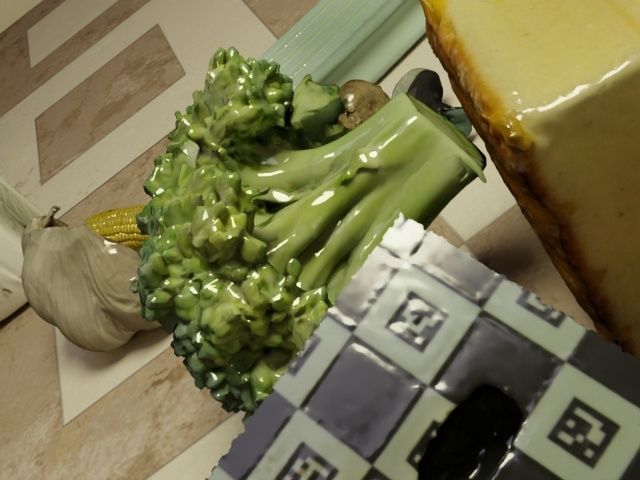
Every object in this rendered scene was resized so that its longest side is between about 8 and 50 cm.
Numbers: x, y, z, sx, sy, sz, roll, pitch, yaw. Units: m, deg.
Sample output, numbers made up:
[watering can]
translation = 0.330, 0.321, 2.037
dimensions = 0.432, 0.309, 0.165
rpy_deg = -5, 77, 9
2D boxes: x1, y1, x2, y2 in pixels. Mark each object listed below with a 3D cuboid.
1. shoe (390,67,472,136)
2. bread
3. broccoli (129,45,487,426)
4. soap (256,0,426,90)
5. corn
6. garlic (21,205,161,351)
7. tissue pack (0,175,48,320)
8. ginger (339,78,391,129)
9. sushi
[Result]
[shoe]
translation = 0.127, -0.129, 0.967
dimensions = 0.099, 0.071, 0.169
rpy_deg = -3, 52, 36
[bread]
translation = 0.229, -0.101, 0.655
dimensions = 0.207, 0.279, 0.279
rpy_deg = -30, 35, 13
[broccoli]
translation = -0.021, 0.003, 0.756
dimensions = 0.317, 0.277, 0.338
rpy_deg = -60, 28, -6
[soap]
translation = 0.017, -0.258, 1.190
dimensions = 0.265, 0.087, 0.160
rpy_deg = -45, 36, -8
[corn]
translation = -0.261, -0.014, 1.192
dimensions = 0.206, 0.067, 0.067
rpy_deg = -8, 45, 33
[garlic]
translation = -0.279, 0.055, 1.042
dimensions = 0.229, 0.178, 0.143
rpy_deg = 20, 79, 34
[tissue pack]
translation = -0.596, 0.038, 1.261
dimensions = 0.356, 0.266, 0.194
rpy_deg = -36, 40, 4
[ginger]
translation = 0.016, -0.114, 1.037
dimensions = 0.204, 0.080, 0.104
rpy_deg = -53, 31, -16
[sushi]
translation = 0.089, 0.217, 0.533
dimensions = 0.343, 0.064, 0.359
rpy_deg = 33, 82, 24
